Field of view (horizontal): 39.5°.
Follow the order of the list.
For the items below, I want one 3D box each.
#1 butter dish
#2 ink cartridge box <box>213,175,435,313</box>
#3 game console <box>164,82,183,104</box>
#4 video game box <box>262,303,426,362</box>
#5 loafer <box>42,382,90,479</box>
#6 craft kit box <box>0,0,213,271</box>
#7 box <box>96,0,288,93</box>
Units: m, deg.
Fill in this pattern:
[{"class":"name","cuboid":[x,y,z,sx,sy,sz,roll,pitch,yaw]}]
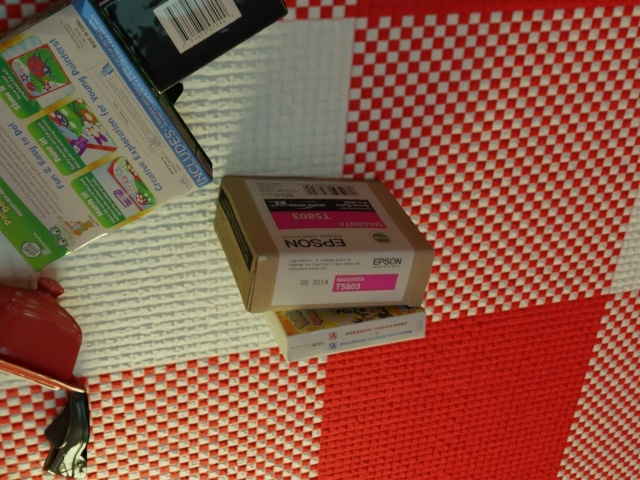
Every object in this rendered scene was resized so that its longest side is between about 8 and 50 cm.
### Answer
[{"class":"butter dish","cuboid":[-0.360,0.102,1.108,0.160,0.160,0.118,29,85,-34]},{"class":"ink cartridge box","cuboid":[0.000,0.000,1.136,0.235,0.193,0.088,-1,122,-22]},{"class":"game console","cuboid":[-0.242,-0.164,1.048,0.107,0.071,0.122,38,104,-4]},{"class":"video game box","cuboid":[0.014,0.073,1.184,0.187,0.205,0.048,-11,121,-16]},{"class":"loafer","cuboid":[-0.358,0.273,1.257,0.061,0.062,0.170,2,119,-17]},{"class":"craft kit box","cuboid":[-0.287,-0.115,0.989,0.247,0.061,0.250,-26,121,8]},{"class":"box","cuboid":[-0.145,-0.264,0.899,0.153,0.207,0.108,-33,128,0]}]
